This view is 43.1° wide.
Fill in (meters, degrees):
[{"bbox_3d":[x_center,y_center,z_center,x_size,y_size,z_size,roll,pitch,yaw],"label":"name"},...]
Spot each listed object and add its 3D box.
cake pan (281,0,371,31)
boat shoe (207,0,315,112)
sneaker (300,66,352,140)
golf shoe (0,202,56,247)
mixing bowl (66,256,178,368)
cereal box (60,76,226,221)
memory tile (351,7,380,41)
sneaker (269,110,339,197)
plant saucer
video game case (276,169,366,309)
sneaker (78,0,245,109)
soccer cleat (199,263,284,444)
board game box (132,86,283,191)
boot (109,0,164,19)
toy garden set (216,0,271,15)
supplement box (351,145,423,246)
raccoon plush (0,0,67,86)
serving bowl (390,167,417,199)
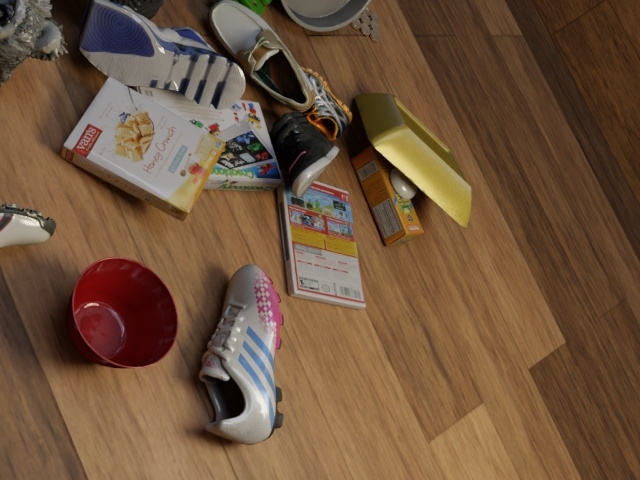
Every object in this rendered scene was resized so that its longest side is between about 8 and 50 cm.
[{"bbox_3d":[0.016,-0.655,1.956,0.293,0.293,0.054,15,20,-40],"label":"cake pan"},{"bbox_3d":[-0.122,-0.404,1.758,0.302,0.113,0.103,42,7,-11],"label":"boat shoe"},{"bbox_3d":[-0.015,-0.317,1.873,0.215,0.084,0.083,37,54,-22],"label":"sneaker"},{"bbox_3d":[-0.518,0.003,1.162,0.273,0.105,0.120,1,82,-39],"label":"golf shoe"},{"bbox_3d":[-0.325,0.126,1.267,0.181,0.098,0.181,24,52,-35],"label":"mixing bowl"},{"bbox_3d":[-0.309,-0.162,1.433,0.240,0.047,0.173,29,58,-12],"label":"cereal box"},{"bbox_3d":[0.108,-0.616,2.232,0.148,0.012,0.113,24,51,-34],"label":"memory tile"},{"bbox_3d":[-0.054,-0.186,1.696,0.147,0.104,0.295,41,20,-5],"label":"sneaker"},{"bbox_3d":[0.241,-0.219,1.974,0.333,0.081,0.332,40,19,-23],"label":"plant saucer"},{"bbox_3d":[0.000,0.000,1.735,0.204,0.025,0.285,15,57,-40],"label":"video game case"},{"bbox_3d":[-0.308,-0.357,1.550,0.316,0.127,0.182,20,17,-26],"label":"sneaker"},{"bbox_3d":[-0.143,0.184,1.405,0.143,0.116,0.331,17,56,-40],"label":"soccer cleat"},{"bbox_3d":[-0.223,-0.196,1.603,0.305,0.053,0.192,-1,68,-46],"label":"board game box"},{"bbox_3d":[-0.434,-0.668,1.493,0.146,0.367,0.445,-22,67,-14],"label":"boot"},{"bbox_3d":[-0.204,-0.612,1.877,0.204,0.049,0.244,48,42,-22],"label":"toy garden set"},{"bbox_3d":[0.159,-0.106,1.923,0.078,0.080,0.233,-8,74,-48],"label":"supplement box"},{"bbox_3d":[-0.490,-0.457,1.390,0.299,0.216,0.446,62,35,-15],"label":"raccoon plush"},{"bbox_3d":[0.201,-0.139,1.906,0.083,0.027,0.083,29,46,-35],"label":"serving bowl"}]
